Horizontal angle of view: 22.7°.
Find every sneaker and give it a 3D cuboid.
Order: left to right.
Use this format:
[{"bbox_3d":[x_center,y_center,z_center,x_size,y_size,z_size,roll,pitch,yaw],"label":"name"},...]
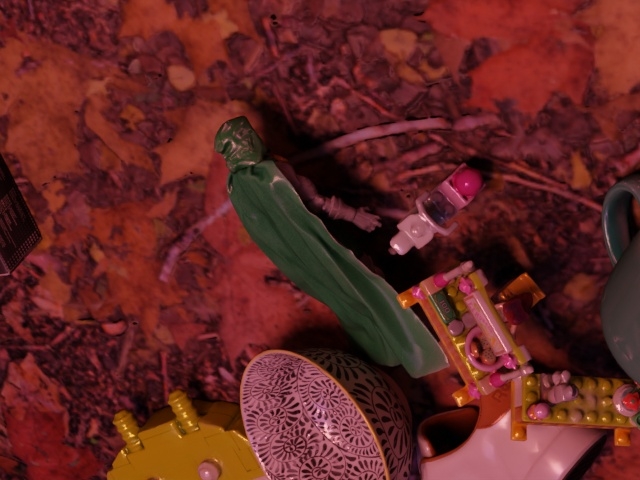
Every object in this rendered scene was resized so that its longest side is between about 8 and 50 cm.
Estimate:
[{"bbox_3d":[0.120,0.208,1.291,0.123,0.106,0.290,40,130,17],"label":"sneaker"}]

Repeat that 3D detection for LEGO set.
[{"bbox_3d":[0.168,0.074,1.121,0.287,0.132,0.107,39,162,-3],"label":"LEGO set"}]

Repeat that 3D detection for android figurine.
[{"bbox_3d":[-0.084,0.251,1.406,0.248,0.056,0.273,-20,107,28],"label":"android figurine"}]

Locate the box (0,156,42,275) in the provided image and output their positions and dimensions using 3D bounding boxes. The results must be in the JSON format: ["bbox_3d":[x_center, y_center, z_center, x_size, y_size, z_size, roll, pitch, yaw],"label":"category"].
[{"bbox_3d":[-0.383,-0.084,1.324,0.216,0.060,0.270,-9,119,28],"label":"box"}]

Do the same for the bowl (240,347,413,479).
[{"bbox_3d":[0.020,0.149,1.276,0.170,0.080,0.170,28,131,38],"label":"bowl"}]

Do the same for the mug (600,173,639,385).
[{"bbox_3d":[0.256,0.040,1.091,0.129,0.157,0.097,12,136,-13],"label":"mug"}]

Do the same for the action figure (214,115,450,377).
[{"bbox_3d":[0.000,0.000,1.193,0.232,0.063,0.137,50,154,-21],"label":"action figure"}]
